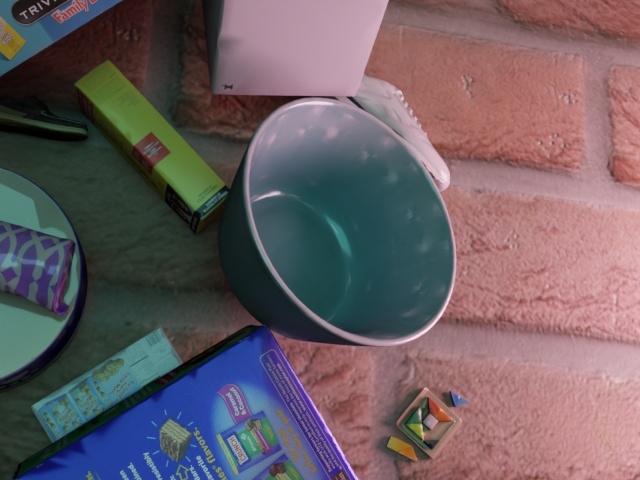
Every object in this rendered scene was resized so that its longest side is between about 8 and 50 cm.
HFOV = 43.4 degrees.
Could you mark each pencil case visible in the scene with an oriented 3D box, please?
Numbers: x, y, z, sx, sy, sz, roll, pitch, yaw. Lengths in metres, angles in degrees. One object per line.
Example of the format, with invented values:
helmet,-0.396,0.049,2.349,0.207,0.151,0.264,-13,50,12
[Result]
pencil case,-0.367,0.018,0.856,0.206,0.086,0.088,15,108,-7

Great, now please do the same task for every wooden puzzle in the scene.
wooden puzzle,0.144,0.243,1.068,0.078,0.014,0.116,37,71,-3

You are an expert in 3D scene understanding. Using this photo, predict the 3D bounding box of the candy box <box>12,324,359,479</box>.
candy box,-0.140,0.289,0.926,0.317,0.122,0.268,-30,91,-19

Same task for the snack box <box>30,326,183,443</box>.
snack box,-0.256,0.180,0.984,0.178,0.022,0.064,-32,88,-18

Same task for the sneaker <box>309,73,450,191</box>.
sneaker,0.098,-0.163,1.123,0.235,0.090,0.095,42,62,-2

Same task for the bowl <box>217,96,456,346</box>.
bowl,0.000,0.000,0.986,0.311,0.163,0.311,17,59,-31

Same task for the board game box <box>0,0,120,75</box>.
board game box,-0.308,-0.323,0.945,0.336,0.254,0.079,-34,127,-7

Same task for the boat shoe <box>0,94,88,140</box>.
boat shoe,-0.370,-0.161,1.023,0.152,0.056,0.049,10,80,-11

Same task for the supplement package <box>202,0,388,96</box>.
supplement package,-0.047,-0.349,1.036,0.198,0.199,0.262,-1,60,-14

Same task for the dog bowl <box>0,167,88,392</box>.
dog bowl,-0.409,0.046,0.937,0.265,0.104,0.265,3,76,-13

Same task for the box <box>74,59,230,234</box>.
box,-0.215,-0.117,1.034,0.058,0.087,0.232,-42,90,-19
